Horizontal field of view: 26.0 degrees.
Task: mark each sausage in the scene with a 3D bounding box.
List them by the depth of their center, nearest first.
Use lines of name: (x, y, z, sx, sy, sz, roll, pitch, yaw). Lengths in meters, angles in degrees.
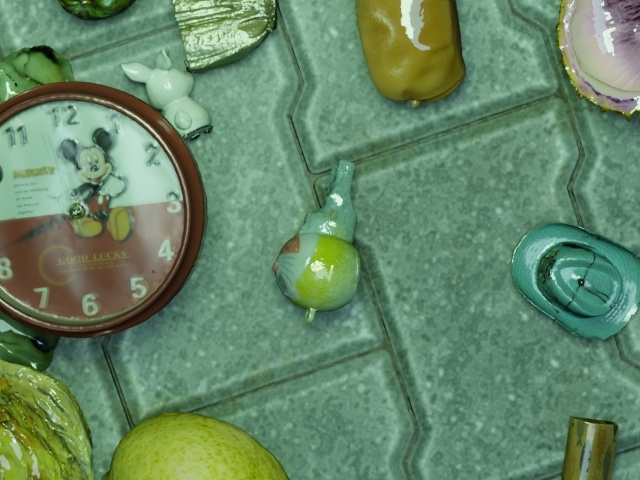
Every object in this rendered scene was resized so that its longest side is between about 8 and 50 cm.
sausage: (0.118, -0.293, 1.805, 0.136, 0.120, 0.241, -11, 95, 11)

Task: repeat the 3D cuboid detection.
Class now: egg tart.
egg tart: (-0.378, 0.256, 1.807, 0.252, 0.098, 0.232, 43, 119, 3)

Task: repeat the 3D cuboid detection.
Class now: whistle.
whistle: (0.000, 0.000, 1.823, 0.123, 0.123, 0.223, 12, 79, -5)

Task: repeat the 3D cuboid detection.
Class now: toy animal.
toy animal: (-0.197, -0.187, 1.814, 0.071, 0.085, 0.124, -25, 90, 15)

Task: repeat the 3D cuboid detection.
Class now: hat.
hat: (0.352, 0.056, 1.863, 0.191, 0.078, 0.138, 27, 93, -5)

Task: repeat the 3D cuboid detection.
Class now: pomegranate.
pomegranate: (-0.302, -0.357, 1.774, 0.125, 0.138, 0.163, -46, 60, -7)

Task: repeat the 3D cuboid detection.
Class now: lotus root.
lotus root: (-0.125, -0.293, 1.813, 0.144, 0.070, 0.143, -6, 88, 1)

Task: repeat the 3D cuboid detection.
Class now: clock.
clock: (-0.297, -0.036, 1.704, 0.318, 0.080, 0.318, 0, 98, 3)

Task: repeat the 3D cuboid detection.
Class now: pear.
pear: (-0.160, 0.350, 1.765, 0.271, 0.271, 0.271, 0, 94, -4)

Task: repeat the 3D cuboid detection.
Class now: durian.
durian: (0.410, -0.302, 1.832, 0.191, 0.112, 0.341, -9, 78, 31)

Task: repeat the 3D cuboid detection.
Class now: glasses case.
glasses case: (0.365, 0.330, 1.901, 0.064, 0.041, 0.170, 8, 92, -5)

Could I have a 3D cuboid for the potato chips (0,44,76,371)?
potato chips: (-0.388, -0.038, 1.798, 0.373, 0.097, 0.389, -31, 98, 8)
